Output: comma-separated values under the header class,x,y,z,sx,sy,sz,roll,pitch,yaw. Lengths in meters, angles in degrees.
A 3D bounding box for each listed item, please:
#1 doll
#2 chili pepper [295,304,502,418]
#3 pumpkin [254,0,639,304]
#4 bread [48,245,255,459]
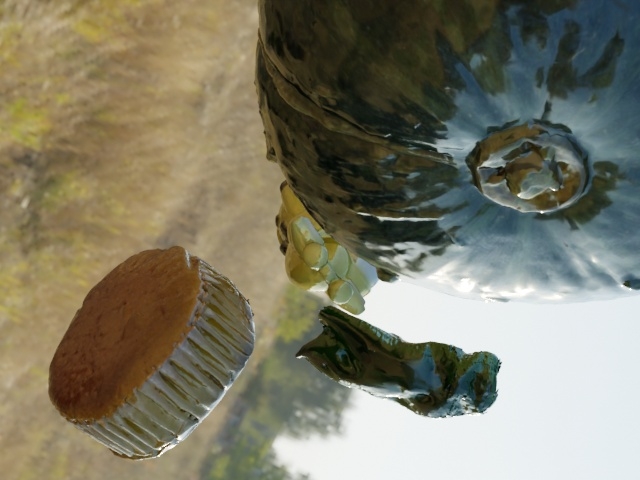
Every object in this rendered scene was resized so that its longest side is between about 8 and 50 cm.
class,x,y,z,sx,sy,sz,roll,pitch,yaw
doll,0.001,-0.001,1.191,0.086,0.117,0.291,-38,-171,2
chili pepper,0.080,0.135,1.310,0.061,0.224,0.098,-59,159,-58
pumpkin,0.069,-0.065,0.381,0.190,0.190,0.146,116,-16,-59
bread,-0.161,0.098,1.135,0.199,0.104,0.199,-26,-139,25
